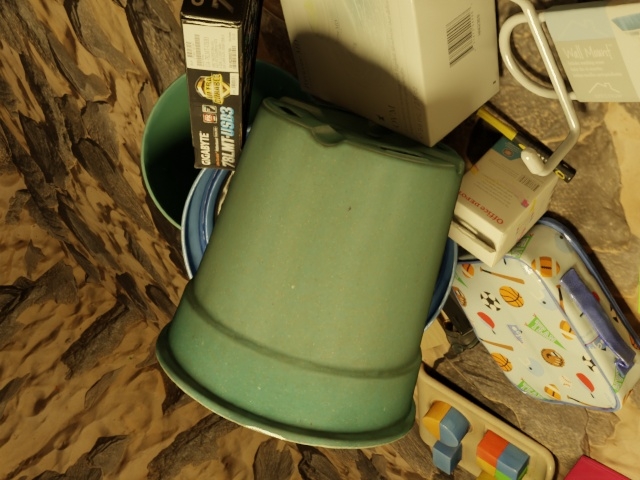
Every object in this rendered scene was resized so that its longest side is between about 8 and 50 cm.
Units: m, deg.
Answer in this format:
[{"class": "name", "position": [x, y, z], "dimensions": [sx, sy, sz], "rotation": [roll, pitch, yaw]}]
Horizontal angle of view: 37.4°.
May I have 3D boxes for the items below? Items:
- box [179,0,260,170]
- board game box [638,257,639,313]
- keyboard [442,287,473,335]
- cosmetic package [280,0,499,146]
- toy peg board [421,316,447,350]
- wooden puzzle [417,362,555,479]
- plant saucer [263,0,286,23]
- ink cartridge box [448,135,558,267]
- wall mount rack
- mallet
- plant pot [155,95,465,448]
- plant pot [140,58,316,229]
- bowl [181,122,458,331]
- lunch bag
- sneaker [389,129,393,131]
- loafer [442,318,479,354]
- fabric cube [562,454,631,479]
[{"class": "box", "position": [-0.108, -0.281, 1.133], "dimensions": [0.073, 0.295, 0.293], "rotation": [7, 154, -3]}, {"class": "board game box", "position": [0.435, 0.026, 1.104], "dimensions": [0.124, 0.039, 0.259], "rotation": [29, 155, 35]}, {"class": "keyboard", "position": [0.154, 0.022, 1.554], "dimensions": [0.317, 0.033, 0.201], "rotation": [55, 172, 8]}, {"class": "cosmetic package", "position": [0.075, -0.264, 1.106], "dimensions": [0.225, 0.138, 0.224], "rotation": [31, 149, 37]}, {"class": "toy peg board", "position": [0.132, 0.132, 1.747], "dimensions": [0.161, 0.079, 0.161], "rotation": [-21, 124, 20]}, {"class": "wooden puzzle", "position": [0.321, 0.442, 1.970], "dimensions": [0.348, 0.080, 0.322], "rotation": [35, 156, 28]}, {"class": "plant saucer", "position": [-0.044, -0.372, 1.272], "dimensions": [0.198, 0.036, 0.198], "rotation": [33, 156, 17]}, {"class": "ink cartridge box", "position": [0.224, -0.044, 1.221], "dimensions": [0.092, 0.143, 0.090], "rotation": [38, 157, 22]}, {"class": "wall mount rack", "position": [0.257, -0.196, 0.918], "dimensions": [0.350, 0.130, 0.304], "rotation": [11, 139, 54]}, {"class": "mallet", "position": [0.241, -0.140, 1.183], "dimensions": [0.190, 0.039, 0.062], "rotation": [35, 154, 16]}, {"class": "plant pot", "position": [0.004, 0.019, 1.150], "dimensions": [0.341, 0.341, 0.334], "rotation": [29, 111, 37]}, {"class": "plant pot", "position": [-0.119, -0.123, 1.546], "dimensions": [0.293, 0.293, 0.235], "rotation": [43, 179, 9]}, {"class": "bowl", "position": [0.000, 0.000, 1.347], "dimensions": [0.391, 0.391, 0.077], "rotation": [51, -159, -12]}, {"class": "lunch bag", "position": [0.327, 0.109, 1.347], "dimensions": [0.303, 0.115, 0.243], "rotation": [53, 155, -13]}, {"class": "sneaker", "position": [0.087, -0.189, 1.327], "dimensions": [0.078, 0.067, 0.188], "rotation": [17, 147, 41]}, {"class": "loafer", "position": [0.251, 0.151, 1.625], "dimensions": [0.061, 0.062, 0.170], "rotation": [50, 157, 5]}, {"class": "fabric cube", "position": [0.507, 0.588, 1.644], "dimensions": [0.259, 0.258, 0.254], "rotation": [24, 148, 44]}]
